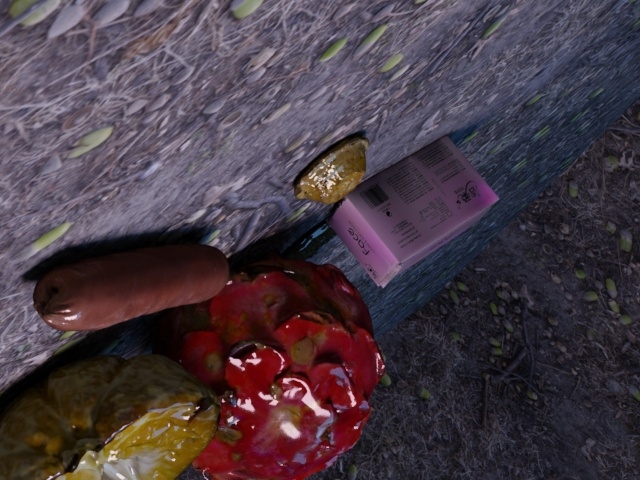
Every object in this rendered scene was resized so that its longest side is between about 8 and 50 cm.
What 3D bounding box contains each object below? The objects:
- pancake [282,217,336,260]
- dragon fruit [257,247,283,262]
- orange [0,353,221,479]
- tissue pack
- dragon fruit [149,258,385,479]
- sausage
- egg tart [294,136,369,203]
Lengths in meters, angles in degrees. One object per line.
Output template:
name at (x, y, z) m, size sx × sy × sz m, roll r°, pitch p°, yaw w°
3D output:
pancake at (0.000, 0.000, 2.262) m, size 0.190 × 0.020 × 0.184 m, roll -43°, pitch 170°, yaw 31°
dragon fruit at (-0.117, 0.144, 2.196) m, size 0.212 × 0.134 × 0.262 m, roll -32°, pitch 169°, yaw -10°
orange at (-0.323, 0.282, 1.858) m, size 0.369 × 0.210 × 0.271 m, roll -37°, pitch 147°, yaw -9°
tissue pack at (0.150, -0.048, 2.184) m, size 0.246 × 0.148 × 0.092 m, roll -30°, pitch 167°, yaw -34°
dragon fruit at (-0.071, 0.227, 2.034) m, size 0.371 × 0.249 × 0.386 m, roll 28°, pitch 113°, yaw -35°
sausage at (-0.203, 0.048, 1.586) m, size 0.088 × 0.088 × 0.433 m, roll -40°, pitch 171°, yaw 18°
egg tart at (0.020, -0.089, 1.833) m, size 0.129 × 0.049 × 0.129 m, roll -36°, pitch 169°, yaw -8°
